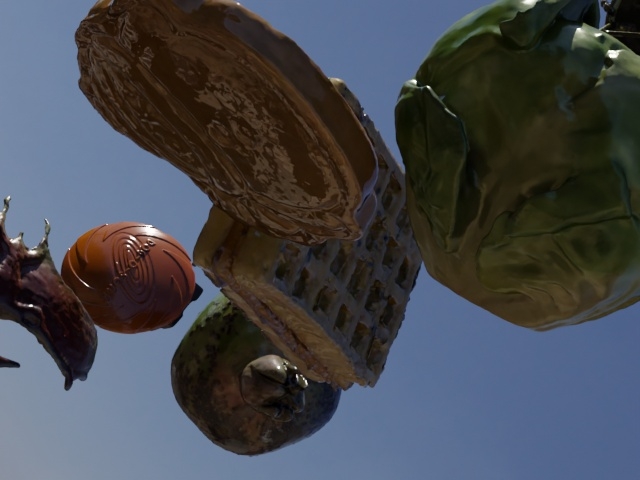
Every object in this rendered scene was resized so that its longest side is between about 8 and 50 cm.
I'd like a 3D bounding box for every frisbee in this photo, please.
[{"bbox_3d":[-0.273,0.046,2.097,0.192,0.192,0.035,48,-31,21],"label":"frisbee"}]

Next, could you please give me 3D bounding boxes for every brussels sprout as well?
[{"bbox_3d":[0.192,-0.065,1.223,0.259,0.227,0.294,28,-70,22],"label":"brussels sprout"}]

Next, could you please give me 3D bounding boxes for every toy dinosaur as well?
[{"bbox_3d":[-0.341,0.056,1.524,0.113,0.327,0.207,-17,-107,37],"label":"toy dinosaur"}]

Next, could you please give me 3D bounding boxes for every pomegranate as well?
[{"bbox_3d":[-0.085,0.210,2.271,0.285,0.285,0.340,59,-3,-13],"label":"pomegranate"}]

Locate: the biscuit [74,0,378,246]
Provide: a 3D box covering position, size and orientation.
[{"bbox_3d":[-0.091,-0.106,1.325,0.312,0.057,0.351,45,-22,-18],"label":"biscuit"}]

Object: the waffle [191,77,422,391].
[{"bbox_3d":[-0.001,0.000,1.669,0.114,0.261,0.376,14,-17,26],"label":"waffle"}]

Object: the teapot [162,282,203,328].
[{"bbox_3d":[-0.268,0.081,2.365,0.096,0.087,0.177,49,-27,-18],"label":"teapot"}]

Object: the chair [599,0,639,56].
[{"bbox_3d":[0.347,-0.218,1.458,0.170,0.160,0.326,48,16,-3],"label":"chair"}]
